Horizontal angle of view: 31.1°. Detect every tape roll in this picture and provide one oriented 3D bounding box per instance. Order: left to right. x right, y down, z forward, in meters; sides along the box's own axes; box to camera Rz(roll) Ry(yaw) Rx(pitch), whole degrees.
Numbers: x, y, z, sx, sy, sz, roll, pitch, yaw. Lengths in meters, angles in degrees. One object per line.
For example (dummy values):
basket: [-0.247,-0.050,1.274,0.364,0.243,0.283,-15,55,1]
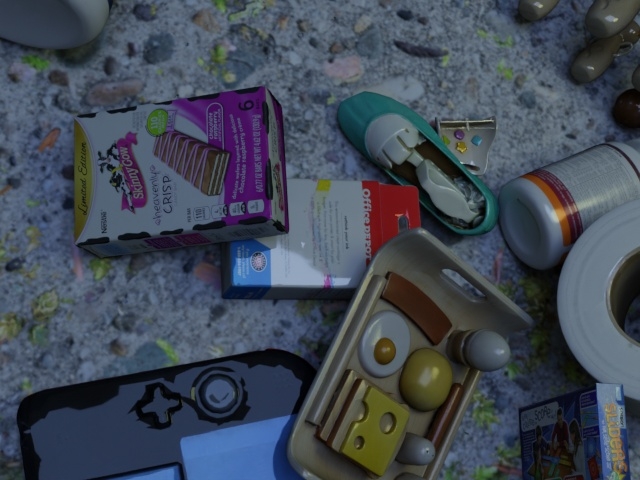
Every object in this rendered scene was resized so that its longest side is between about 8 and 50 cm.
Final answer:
tape roll: [0.411,0.085,1.349,0.246,0.169,0.246,-6,71,19]

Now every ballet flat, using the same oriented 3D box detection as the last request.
ballet flat: [0.123,-0.096,1.416,0.247,0.087,0.083,40,103,-2]

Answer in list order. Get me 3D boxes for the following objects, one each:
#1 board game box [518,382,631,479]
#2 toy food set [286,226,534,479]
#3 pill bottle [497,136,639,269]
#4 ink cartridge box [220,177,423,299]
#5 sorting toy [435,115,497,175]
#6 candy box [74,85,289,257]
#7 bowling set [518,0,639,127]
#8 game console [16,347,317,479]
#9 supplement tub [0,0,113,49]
board game box: [0.285,0.244,1.308,0.035,0.201,0.136,3,74,-14]
toy food set: [0.112,0.171,1.290,0.220,0.092,0.306,37,69,-31]
pill bottle: [0.345,-0.054,1.452,0.221,0.121,0.121,-22,81,-20]
ink cartridge box: [0.000,0.000,1.368,0.231,0.078,0.134,2,75,-14]
sorting toy: [0.183,-0.119,1.473,0.083,0.045,0.075,-2,82,-15]
candy box: [-0.159,-0.075,1.299,0.233,0.071,0.159,-8,74,14]
bowling set: [0.419,-0.268,1.532,0.287,0.200,0.154,24,56,38]
game console: [-0.131,0.327,1.251,0.342,0.060,0.386,-8,76,-17]
supplement tub: [-0.312,-0.406,1.323,0.228,0.228,0.316,19,71,-9]
